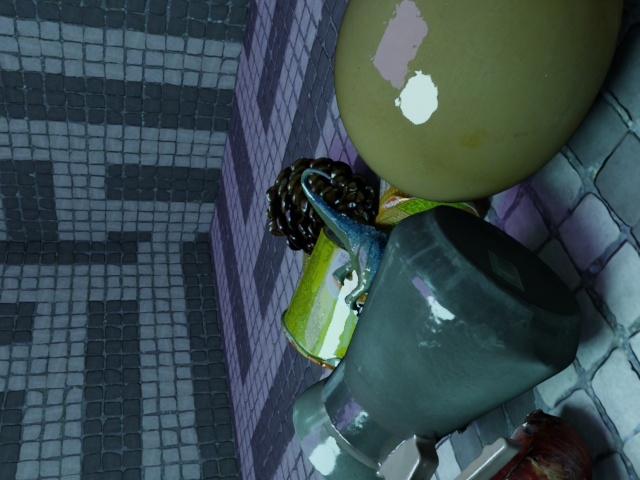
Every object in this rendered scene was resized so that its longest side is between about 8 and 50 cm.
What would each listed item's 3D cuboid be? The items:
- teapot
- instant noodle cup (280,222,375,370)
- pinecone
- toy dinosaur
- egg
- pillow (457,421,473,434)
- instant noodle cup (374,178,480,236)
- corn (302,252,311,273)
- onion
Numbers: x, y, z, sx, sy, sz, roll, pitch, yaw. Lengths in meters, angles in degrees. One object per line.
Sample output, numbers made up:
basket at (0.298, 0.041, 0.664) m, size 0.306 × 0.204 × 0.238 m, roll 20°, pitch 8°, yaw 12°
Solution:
teapot at (0.138, 0.163, 0.744) m, size 0.344 × 0.253 × 0.300 m, roll -58°, pitch 27°, yaw 25°
instant noodle cup at (0.076, 0.093, 1.079) m, size 0.264 × 0.264 × 0.200 m, roll -128°, pitch 51°, yaw -61°
pinecone at (0.008, -0.072, 1.313) m, size 0.272 × 0.224 × 0.224 m, roll 13°, pitch 103°, yaw 53°
toy dinosaur at (0.089, 0.045, 0.910) m, size 0.147 × 0.363 × 0.076 m, roll -54°, pitch -8°, yaw 13°
egg at (0.172, -0.221, 0.691) m, size 0.301 × 0.301 × 0.373 m, roll -114°, pitch 37°, yaw -50°
pillow at (0.213, 0.176, 0.936) m, size 0.141 × 0.055 × 0.208 m, roll 108°, pitch 155°, yaw -44°
instant noodle cup at (0.162, -0.107, 0.962) m, size 0.168 × 0.168 × 0.185 m, roll 124°, pitch 149°, yaw -58°
corn at (0.000, 0.000, 1.500) m, size 0.101 × 0.101 × 0.291 m, roll -152°, pitch 63°, yaw -69°
onion at (0.251, 0.298, 0.698) m, size 0.147 × 0.184 × 0.184 m, roll 44°, pitch 144°, yaw 13°
